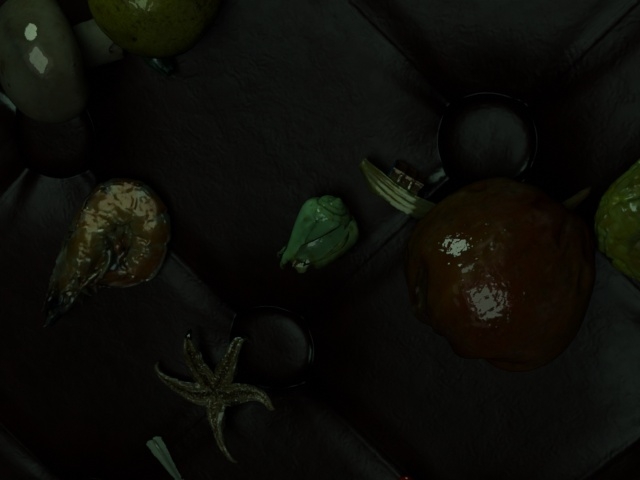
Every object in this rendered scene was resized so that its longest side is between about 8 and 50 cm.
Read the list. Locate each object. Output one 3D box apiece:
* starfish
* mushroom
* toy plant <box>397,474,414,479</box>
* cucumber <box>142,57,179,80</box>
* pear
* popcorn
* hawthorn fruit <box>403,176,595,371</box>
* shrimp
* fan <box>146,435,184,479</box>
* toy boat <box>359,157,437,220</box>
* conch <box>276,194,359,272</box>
[{"bbox_3d":[-0.177,0.256,1.860,0.213,0.057,0.238,-4,103,24],"label":"starfish"},{"bbox_3d":[-0.397,-0.285,1.690,0.204,0.204,0.204,5,109,14],"label":"mushroom"},{"bbox_3d":[0.144,0.512,1.840,0.154,0.088,0.240,-27,92,36],"label":"toy plant"},{"bbox_3d":[-0.273,-0.311,1.709,0.039,0.039,0.168,-29,96,22],"label":"cucumber"},{"bbox_3d":[-0.234,-0.354,1.607,0.197,0.197,0.197,5,109,14],"label":"pear"},{"bbox_3d":[0.489,-0.033,1.533,0.212,0.198,0.198,-44,93,-12],"label":"popcorn"},{"bbox_3d":[0.267,0.025,1.554,0.277,0.277,0.298,43,101,-1],"label":"hawthorn fruit"},{"bbox_3d":[-0.355,0.036,1.833,0.164,0.062,0.317,35,110,-1],"label":"shrimp"},{"bbox_3d":[-0.186,0.521,1.969,0.233,0.012,0.414,-34,97,22],"label":"fan"},{"bbox_3d":[0.134,-0.074,1.665,0.172,0.065,0.066,30,93,1],"label":"toy boat"},{"bbox_3d":[0.000,0.000,1.722,0.106,0.079,0.170,40,128,6],"label":"conch"}]
